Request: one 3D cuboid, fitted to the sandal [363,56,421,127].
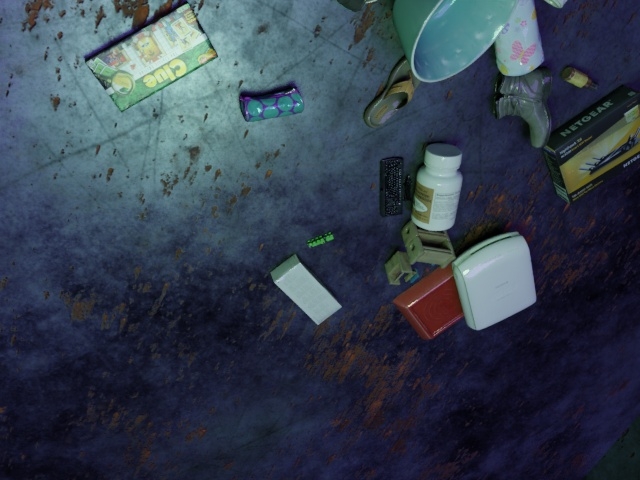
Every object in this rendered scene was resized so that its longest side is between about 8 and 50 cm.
[{"bbox_3d":[0.198,-0.381,1.525,0.090,0.060,0.219,33,106,-34],"label":"sandal"}]

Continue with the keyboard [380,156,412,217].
[{"bbox_3d":[0.224,-0.152,1.699,0.100,0.038,0.192,-14,126,-12],"label":"keyboard"}]

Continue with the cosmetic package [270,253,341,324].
[{"bbox_3d":[-0.042,0.151,1.779,0.099,0.060,0.239,-38,127,3],"label":"cosmetic package"}]

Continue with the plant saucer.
[{"bbox_3d":[0.414,0.216,2.007,0.259,0.048,0.258,-36,127,5],"label":"plant saucer"}]

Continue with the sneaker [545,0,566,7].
[{"bbox_3d":[0.556,-0.698,1.427,0.292,0.108,0.169,30,104,-35],"label":"sneaker"}]

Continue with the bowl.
[{"bbox_3d":[0.291,-0.543,1.352,0.311,0.163,0.311,-29,156,-14],"label":"bowl"}]

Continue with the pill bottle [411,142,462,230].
[{"bbox_3d":[0.338,-0.155,1.682,0.131,0.131,0.229,-8,124,-16],"label":"pill bottle"}]

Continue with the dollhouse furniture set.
[{"bbox_3d":[0.301,0.042,1.821,0.129,0.129,0.184,8,142,-26],"label":"dollhouse furniture set"}]

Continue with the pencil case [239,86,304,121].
[{"bbox_3d":[-0.120,-0.334,1.431,0.151,0.064,0.070,-14,141,-12],"label":"pencil case"}]

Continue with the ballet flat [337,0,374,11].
[{"bbox_3d":[0.157,-0.631,1.336,0.280,0.095,0.096,-33,138,15],"label":"ballet flat"}]

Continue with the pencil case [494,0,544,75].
[{"bbox_3d":[0.487,-0.557,1.486,0.124,0.113,0.273,-10,132,25],"label":"pencil case"}]

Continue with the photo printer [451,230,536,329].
[{"bbox_3d":[0.568,0.124,1.910,0.256,0.107,0.307,-25,126,-4],"label":"photo printer"}]

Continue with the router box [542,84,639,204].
[{"bbox_3d":[0.863,-0.293,1.824,0.309,0.081,0.243,-35,127,3],"label":"router box"}]

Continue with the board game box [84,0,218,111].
[{"bbox_3d":[-0.374,-0.409,1.308,0.259,0.030,0.136,-30,129,0],"label":"board game box"}]

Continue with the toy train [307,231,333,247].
[{"bbox_3d":[0.000,0.000,1.725,0.083,0.017,0.024,-22,137,-6],"label":"toy train"}]

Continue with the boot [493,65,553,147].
[{"bbox_3d":[0.570,-0.371,1.674,0.161,0.083,0.246,-14,120,-4],"label":"boot"}]

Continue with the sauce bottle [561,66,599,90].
[{"bbox_3d":[0.757,-0.465,1.696,0.128,0.042,0.042,15,115,-27],"label":"sauce bottle"}]
